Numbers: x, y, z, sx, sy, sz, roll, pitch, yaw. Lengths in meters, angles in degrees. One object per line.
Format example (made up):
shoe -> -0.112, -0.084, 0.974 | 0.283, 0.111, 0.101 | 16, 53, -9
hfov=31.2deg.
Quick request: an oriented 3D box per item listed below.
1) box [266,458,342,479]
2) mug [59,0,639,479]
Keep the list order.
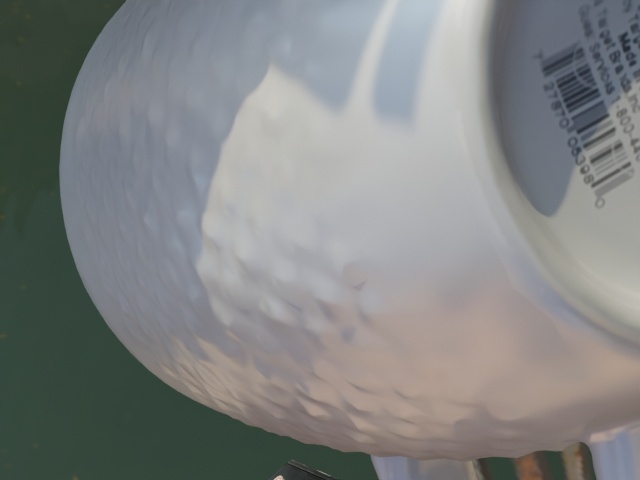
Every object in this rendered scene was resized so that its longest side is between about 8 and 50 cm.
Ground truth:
box -> -0.051, 0.253, 0.788 | 0.051, 0.220, 0.175 | 59, 158, -15
mug -> 0.062, 0.007, 0.507 | 0.328, 0.276, 0.374 | -6, 98, 67
